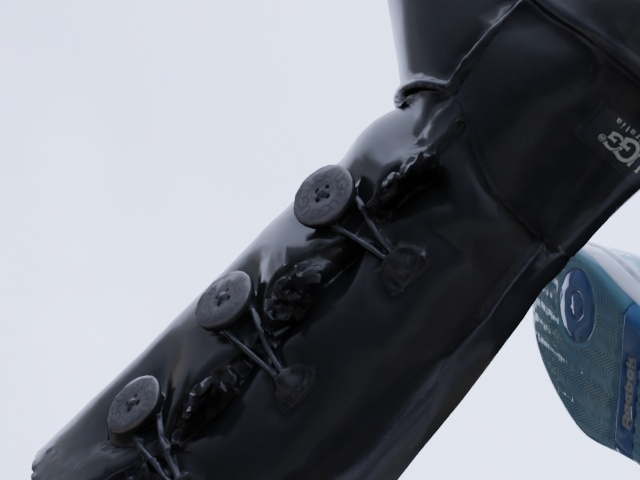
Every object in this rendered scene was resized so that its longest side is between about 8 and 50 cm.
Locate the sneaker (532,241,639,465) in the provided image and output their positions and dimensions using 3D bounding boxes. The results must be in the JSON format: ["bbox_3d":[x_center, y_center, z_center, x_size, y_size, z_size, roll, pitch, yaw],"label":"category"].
[{"bbox_3d":[0.289,0.082,1.022,0.319,0.208,0.127,-133,-138,-56],"label":"sneaker"}]

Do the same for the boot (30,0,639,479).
[{"bbox_3d":[0.000,0.001,0.953,0.445,0.146,0.367,-51,-154,8],"label":"boot"}]
